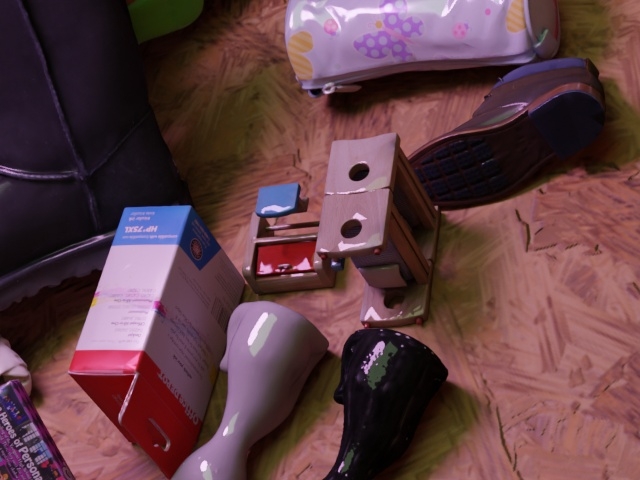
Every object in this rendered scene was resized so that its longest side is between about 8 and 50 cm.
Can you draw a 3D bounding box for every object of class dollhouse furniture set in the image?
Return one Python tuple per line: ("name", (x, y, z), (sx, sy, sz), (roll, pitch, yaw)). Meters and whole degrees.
("dollhouse furniture set", (0.000, 0.000, 1.837), (0.183, 0.129, 0.129), (-6, 53, 22))

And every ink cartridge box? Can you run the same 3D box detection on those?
("ink cartridge box", (-0.155, 0.098, 1.839), (0.078, 0.134, 0.231), (0, 55, 26))

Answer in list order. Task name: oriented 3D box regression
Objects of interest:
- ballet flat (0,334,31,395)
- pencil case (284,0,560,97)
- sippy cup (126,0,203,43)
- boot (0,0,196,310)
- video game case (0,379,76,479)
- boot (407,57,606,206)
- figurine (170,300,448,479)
("ballet flat", (-0.315, 0.163, 1.921), (0.086, 0.086, 0.248), (-19, 51, 14))
("pencil case", (0.100, -0.216, 1.961), (0.273, 0.113, 0.124), (-7, 50, 22))
("sippy cup", (-0.222, -0.314, 2.144), (0.224, 0.240, 0.305), (-30, 73, -11))
("boot", (-0.351, -0.162, 1.895), (0.367, 0.445, 0.146), (-21, 25, -8))
("video game case", (-0.303, 0.274, 1.756), (0.210, 0.042, 0.232), (-31, 87, 4))
("boot", (0.175, -0.103, 1.883), (0.219, 0.082, 0.106), (-21, 23, 23))
("figurine", (-0.023, 0.172, 1.753), (0.215, 0.092, 0.209), (12, 66, 34))
